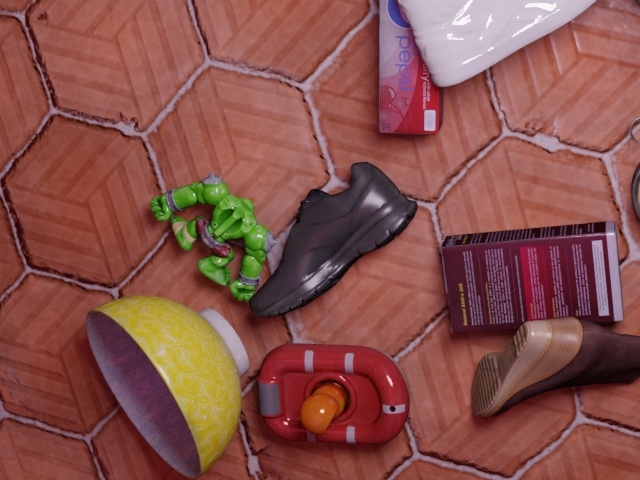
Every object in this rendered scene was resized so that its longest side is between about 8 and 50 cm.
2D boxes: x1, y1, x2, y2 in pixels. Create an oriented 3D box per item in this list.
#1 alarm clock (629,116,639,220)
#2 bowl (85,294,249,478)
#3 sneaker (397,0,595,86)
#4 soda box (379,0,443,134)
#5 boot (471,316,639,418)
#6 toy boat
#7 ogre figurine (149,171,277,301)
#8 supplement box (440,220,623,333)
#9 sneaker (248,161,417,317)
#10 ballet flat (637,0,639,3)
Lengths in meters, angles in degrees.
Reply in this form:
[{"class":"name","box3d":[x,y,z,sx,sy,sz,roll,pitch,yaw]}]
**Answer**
[{"class":"alarm clock","box3d":[0.473,-0.084,1.716,0.129,0.064,0.192,-29,99,18]},{"class":"bowl","box3d":[-0.199,0.186,1.869,0.156,0.289,0.289,-32,98,-24]},{"class":"sneaker","box3d":[0.236,-0.340,1.627,0.292,0.108,0.169,-33,114,-6]},{"class":"soda box","box3d":[0.125,-0.279,1.726,0.083,0.092,0.263,3,105,10]},{"class":"boot","box3d":[0.341,0.193,1.796,0.207,0.090,0.248,9,145,-15]},{"class":"toy boat","box3d":[0.013,0.235,1.855,0.231,0.151,0.151,0,105,13]},{"class":"ogre figurine","box3d":[-0.144,-0.012,1.854,0.118,0.097,0.197,-40,75,27]},{"class":"supplement box","box3d":[0.296,0.051,1.786,0.239,0.073,0.130,-5,104,13]},{"class":"sneaker","box3d":[0.000,0.000,1.833,0.286,0.109,0.130,-40,86,10]},{"class":"ballet flat","box3d":[0.457,-0.307,1.641,0.083,0.087,0.247,-41,117,13]}]
